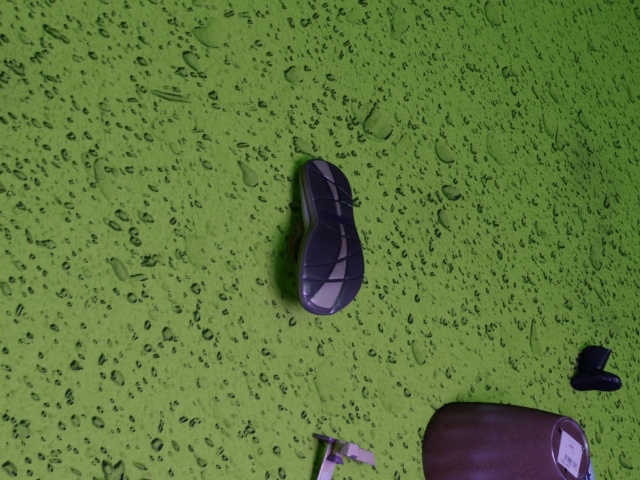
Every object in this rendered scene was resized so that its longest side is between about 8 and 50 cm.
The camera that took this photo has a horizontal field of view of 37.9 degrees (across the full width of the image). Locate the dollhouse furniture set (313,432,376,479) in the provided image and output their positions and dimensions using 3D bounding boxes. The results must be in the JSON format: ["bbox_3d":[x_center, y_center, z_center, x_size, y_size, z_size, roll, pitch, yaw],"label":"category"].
[{"bbox_3d":[0.046,0.358,1.440,0.114,0.091,0.081,28,73,-36],"label":"dollhouse furniture set"}]

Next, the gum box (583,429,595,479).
[{"bbox_3d":[0.476,0.470,1.812,0.157,0.041,0.184,3,73,-42],"label":"gum box"}]

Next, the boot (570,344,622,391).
[{"bbox_3d":[0.581,0.264,1.932,0.045,0.121,0.099,49,55,-22],"label":"boot"}]

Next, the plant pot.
[{"bbox_3d":[0.330,0.368,1.583,0.215,0.230,0.215,16,65,-38],"label":"plant pot"}]

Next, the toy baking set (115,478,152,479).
[{"bbox_3d":[-0.183,0.403,1.148,0.197,0.030,0.256,32,24,-27],"label":"toy baking set"}]

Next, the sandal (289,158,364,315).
[{"bbox_3d":[0.001,0.000,1.524,0.120,0.086,0.303,25,44,-28],"label":"sandal"}]
